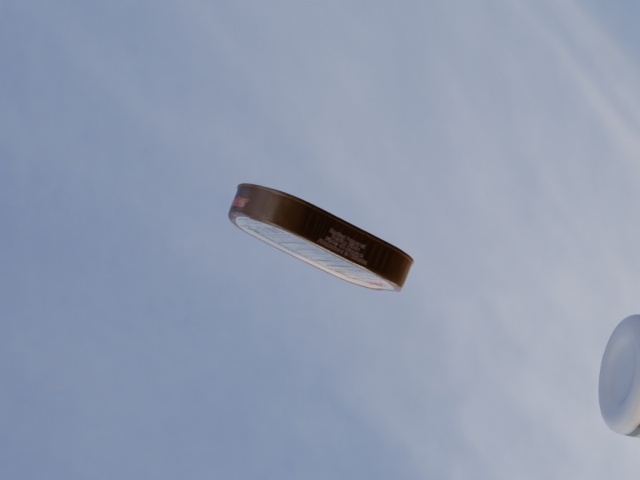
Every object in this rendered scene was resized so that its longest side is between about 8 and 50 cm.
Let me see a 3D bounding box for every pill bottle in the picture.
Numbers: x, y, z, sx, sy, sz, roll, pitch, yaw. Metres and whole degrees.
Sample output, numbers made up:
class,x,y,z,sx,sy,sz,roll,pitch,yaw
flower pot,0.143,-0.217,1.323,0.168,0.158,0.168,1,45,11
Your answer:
class,x,y,z,sx,sy,sz,roll,pitch,yaw
pill bottle,0.336,0.126,1.446,0.103,0.184,0.103,-170,90,-78

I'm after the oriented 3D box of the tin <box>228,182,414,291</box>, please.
class,x,y,z,sx,sy,sz,roll,pitch,yaw
tin,0.000,0.000,1.600,0.189,0.106,0.040,26,-98,-25
